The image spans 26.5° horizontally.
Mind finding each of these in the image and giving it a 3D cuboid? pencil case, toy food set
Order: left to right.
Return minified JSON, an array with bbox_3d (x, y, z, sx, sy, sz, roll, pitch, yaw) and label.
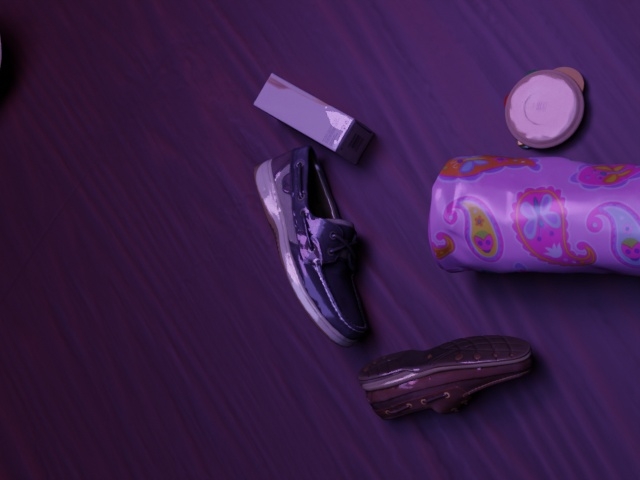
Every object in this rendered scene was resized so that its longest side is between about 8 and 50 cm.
[{"bbox_3d":[0.221,-0.131,1.345,0.083,0.020,0.083,-6,78,24],"label":"toy food set"},{"bbox_3d":[0.245,-0.018,1.261,0.284,0.124,0.124,3,82,25],"label":"pencil case"}]

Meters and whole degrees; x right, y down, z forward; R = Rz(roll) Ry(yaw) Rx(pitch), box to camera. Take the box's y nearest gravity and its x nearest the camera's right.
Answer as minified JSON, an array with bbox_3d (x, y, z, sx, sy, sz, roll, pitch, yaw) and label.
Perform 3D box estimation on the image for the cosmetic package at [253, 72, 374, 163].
[{"bbox_3d":[-0.007,-0.128,1.430,0.115,0.060,0.041,32,93,25],"label":"cosmetic package"}]

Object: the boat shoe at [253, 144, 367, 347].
[{"bbox_3d":[0.000,0.000,1.391,0.073,0.080,0.223,-34,63,21],"label":"boat shoe"}]

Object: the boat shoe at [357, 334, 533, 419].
[{"bbox_3d":[0.126,0.135,1.323,0.178,0.064,0.060,-14,105,24],"label":"boat shoe"}]
